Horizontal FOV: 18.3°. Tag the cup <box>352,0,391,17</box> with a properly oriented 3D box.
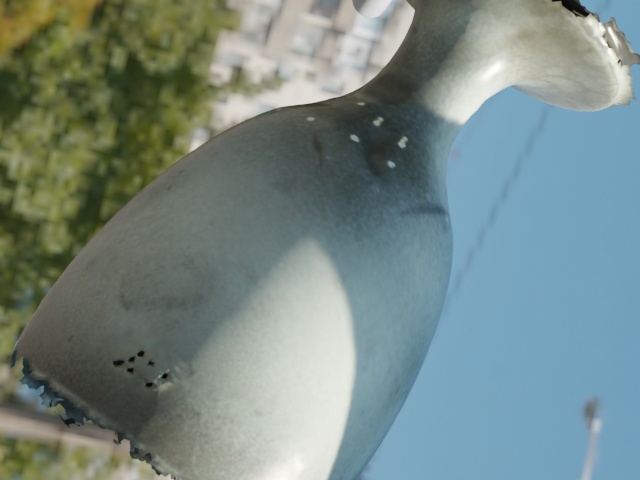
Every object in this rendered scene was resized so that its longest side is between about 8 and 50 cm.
[{"bbox_3d":[-0.030,-0.327,1.766,0.299,0.167,0.173,56,-21,3],"label":"cup"}]

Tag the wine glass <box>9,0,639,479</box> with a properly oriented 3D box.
[{"bbox_3d":[-0.001,-0.005,1.032,0.357,0.190,0.190,-54,-170,-11],"label":"wine glass"}]
